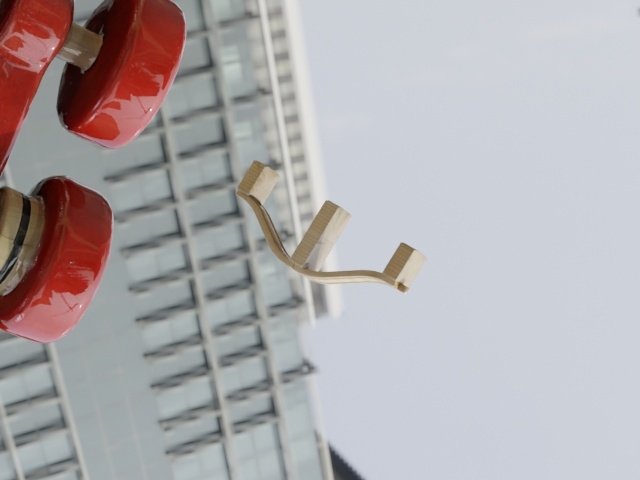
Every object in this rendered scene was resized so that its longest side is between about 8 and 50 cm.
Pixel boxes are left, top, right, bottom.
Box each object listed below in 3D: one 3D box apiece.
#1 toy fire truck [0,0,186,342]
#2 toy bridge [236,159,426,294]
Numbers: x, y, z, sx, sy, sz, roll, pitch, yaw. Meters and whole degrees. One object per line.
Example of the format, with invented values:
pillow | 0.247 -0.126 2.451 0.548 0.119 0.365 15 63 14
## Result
toy fire truck | -0.232 -0.073 0.911 0.169 0.302 0.254 23 174 -29
toy bridge | 0.000 0.000 1.173 0.188 0.026 0.063 31 -92 35
